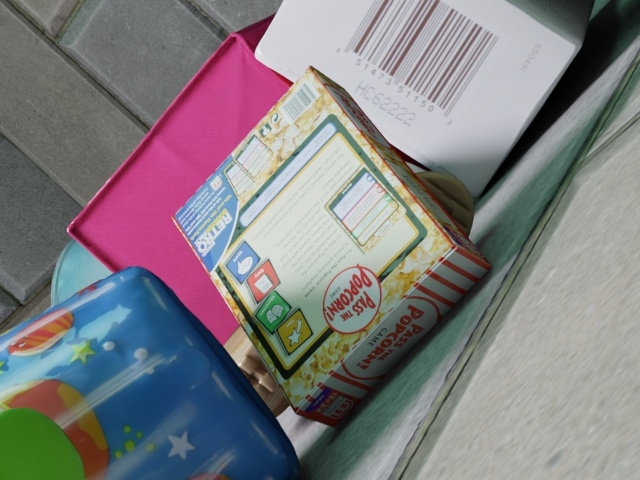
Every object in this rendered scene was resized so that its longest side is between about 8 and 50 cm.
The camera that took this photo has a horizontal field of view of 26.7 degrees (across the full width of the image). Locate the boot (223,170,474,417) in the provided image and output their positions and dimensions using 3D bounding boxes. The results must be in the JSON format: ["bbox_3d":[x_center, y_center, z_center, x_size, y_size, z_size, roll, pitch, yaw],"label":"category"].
[{"bbox_3d":[0.014,0.034,1.015,0.248,0.090,0.207,-44,1,9],"label":"boot"}]

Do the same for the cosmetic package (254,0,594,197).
[{"bbox_3d":[0.123,-0.221,1.280,0.161,0.230,0.453,-58,-2,23],"label":"cosmetic package"}]

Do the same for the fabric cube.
[{"bbox_3d":[-0.041,-0.049,1.317,0.259,0.254,0.258,-46,3,18],"label":"fabric cube"}]

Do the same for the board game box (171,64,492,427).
[{"bbox_3d":[0.000,0.000,0.873,0.147,0.193,0.045,-46,-40,14],"label":"board game box"}]

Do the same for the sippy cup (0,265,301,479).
[{"bbox_3d":[-0.142,0.140,0.793,0.224,0.240,0.305,-37,27,-4],"label":"sippy cup"}]

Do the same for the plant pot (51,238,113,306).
[{"bbox_3d":[-0.152,0.059,1.697,0.255,0.271,0.271,-26,15,37],"label":"plant pot"}]

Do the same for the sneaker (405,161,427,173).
[{"bbox_3d":[0.005,-0.006,1.135,0.228,0.087,0.092,-13,-17,35],"label":"sneaker"}]
